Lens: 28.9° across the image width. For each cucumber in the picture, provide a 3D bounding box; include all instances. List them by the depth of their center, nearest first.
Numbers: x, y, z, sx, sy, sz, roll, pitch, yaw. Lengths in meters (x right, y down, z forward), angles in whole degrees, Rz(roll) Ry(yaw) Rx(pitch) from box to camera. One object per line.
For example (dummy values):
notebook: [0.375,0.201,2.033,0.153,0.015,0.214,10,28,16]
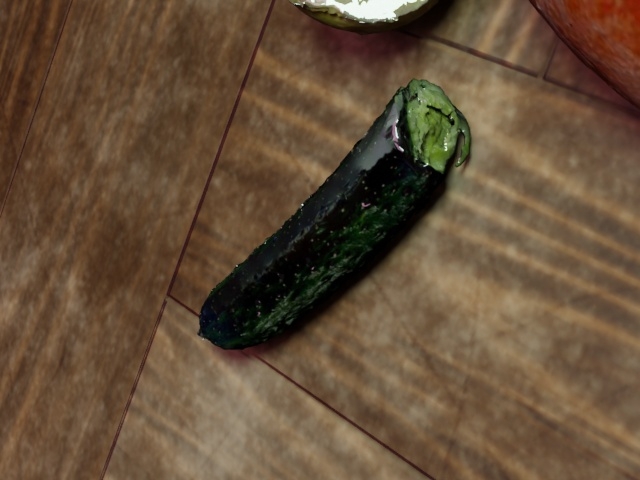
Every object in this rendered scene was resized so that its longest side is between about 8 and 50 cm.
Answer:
cucumber: [0.001,0.002,0.807,0.245,0.067,0.067,-48,54,29]

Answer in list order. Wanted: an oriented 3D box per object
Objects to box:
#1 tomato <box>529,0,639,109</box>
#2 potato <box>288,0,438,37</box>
tomato: [0.172,-0.226,0.584,0.338,0.143,0.339,-16,70,54]
potato: [0.056,-0.188,0.790,0.172,0.089,0.101,-27,84,3]
